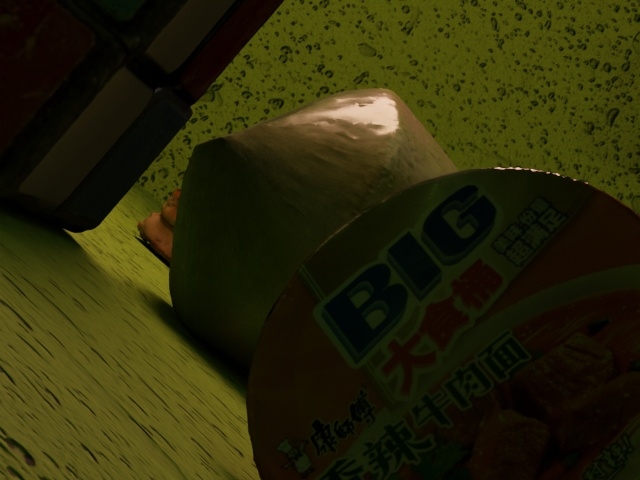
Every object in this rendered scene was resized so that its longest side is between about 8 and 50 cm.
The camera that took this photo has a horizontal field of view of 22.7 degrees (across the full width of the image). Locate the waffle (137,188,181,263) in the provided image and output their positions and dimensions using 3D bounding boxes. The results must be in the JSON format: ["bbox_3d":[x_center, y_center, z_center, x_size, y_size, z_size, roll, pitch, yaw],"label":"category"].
[{"bbox_3d":[-0.093,0.064,2.101,0.308,0.091,0.213,42,-1,6],"label":"waffle"}]

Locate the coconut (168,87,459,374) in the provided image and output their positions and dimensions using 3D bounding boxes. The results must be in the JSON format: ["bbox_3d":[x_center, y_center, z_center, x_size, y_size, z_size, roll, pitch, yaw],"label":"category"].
[{"bbox_3d":[0.000,0.000,1.549,0.328,0.328,0.281,41,16,-30],"label":"coconut"}]

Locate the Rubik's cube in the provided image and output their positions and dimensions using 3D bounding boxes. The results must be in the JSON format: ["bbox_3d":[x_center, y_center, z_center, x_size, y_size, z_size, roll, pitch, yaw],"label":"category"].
[{"bbox_3d":[-0.244,-0.226,1.337,0.318,0.313,0.316,40,-1,5],"label":"Rubik's cube"}]

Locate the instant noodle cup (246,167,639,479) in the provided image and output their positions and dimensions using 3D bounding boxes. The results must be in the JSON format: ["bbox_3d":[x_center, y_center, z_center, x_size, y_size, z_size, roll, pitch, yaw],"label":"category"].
[{"bbox_3d":[0.125,0.128,1.027,0.296,0.296,0.214,40,-8,39],"label":"instant noodle cup"}]
